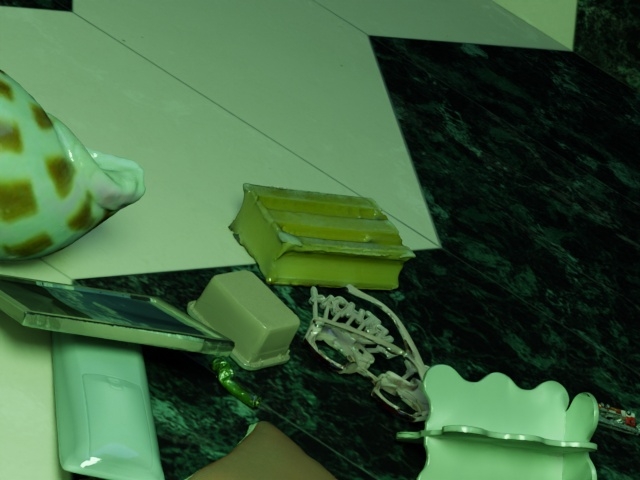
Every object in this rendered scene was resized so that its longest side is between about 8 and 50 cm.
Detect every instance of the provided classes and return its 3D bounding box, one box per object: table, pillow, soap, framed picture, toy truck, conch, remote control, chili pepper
[{"bbox_3d":[0.203,0.234,1.969,0.198,0.166,0.166,10,31,-23],"label":"table"},{"bbox_3d":[-0.040,0.268,1.716,0.171,0.075,0.179,36,26,11],"label":"pillow"},{"bbox_3d":[0.001,-0.001,2.262,0.233,0.076,0.135,7,35,-40],"label":"soap"},{"bbox_3d":[-0.245,0.079,1.833,0.260,0.023,0.189,11,8,-35],"label":"framed picture"},{"bbox_3d":[0.401,0.244,2.310,0.083,0.024,0.032,18,50,-22],"label":"toy truck"},{"bbox_3d":[-0.389,-0.089,1.859,0.368,0.197,0.249,31,-10,1],"label":"conch"},{"bbox_3d":[-0.218,0.159,1.731,0.103,0.051,0.293,15,21,-18],"label":"remote control"},{"bbox_3d":[-0.101,0.160,1.919,0.027,0.022,0.083,-32,62,-26],"label":"chili pepper"}]

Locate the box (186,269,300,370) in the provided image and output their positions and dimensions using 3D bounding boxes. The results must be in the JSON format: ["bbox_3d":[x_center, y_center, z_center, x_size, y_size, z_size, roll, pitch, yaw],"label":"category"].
[{"bbox_3d":[-0.088,0.091,2.007,0.122,0.062,0.089,43,27,25],"label":"box"}]

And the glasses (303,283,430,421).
[{"bbox_3d":[0.085,0.128,2.098,0.255,0.095,0.162,40,18,14],"label":"glasses"}]

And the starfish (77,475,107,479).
[{"bbox_3d":[-0.208,0.237,1.664,0.086,0.016,0.092,24,23,-18],"label":"starfish"}]
